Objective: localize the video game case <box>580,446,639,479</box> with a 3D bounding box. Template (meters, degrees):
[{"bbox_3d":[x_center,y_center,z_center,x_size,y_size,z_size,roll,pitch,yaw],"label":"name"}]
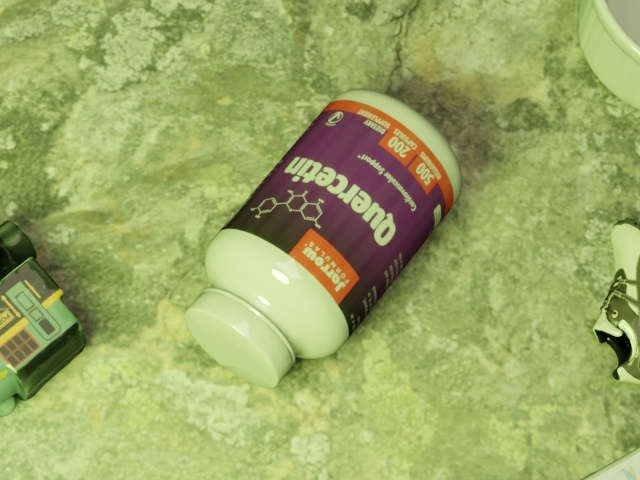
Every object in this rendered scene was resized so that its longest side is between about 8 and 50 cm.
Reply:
[{"bbox_3d":[0.396,0.352,1.760,0.329,0.036,0.300,-28,81,-10],"label":"video game case"}]

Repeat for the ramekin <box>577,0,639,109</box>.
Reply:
[{"bbox_3d":[0.443,-0.278,2.045,0.277,0.135,0.277,3,65,-7],"label":"ramekin"}]

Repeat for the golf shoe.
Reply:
[{"bbox_3d":[0.347,0.068,1.910,0.094,0.077,0.198,-9,66,-11],"label":"golf shoe"}]

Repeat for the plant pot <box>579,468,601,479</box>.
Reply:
[{"bbox_3d":[0.351,0.348,1.810,0.236,0.032,0.236,3,66,-7],"label":"plant pot"}]

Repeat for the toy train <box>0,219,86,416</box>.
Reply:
[{"bbox_3d":[-0.404,0.127,1.762,0.334,0.142,0.190,-41,86,-21],"label":"toy train"}]

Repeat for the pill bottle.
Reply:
[{"bbox_3d":[0.000,0.000,1.838,0.181,0.181,0.323,35,66,9],"label":"pill bottle"}]
